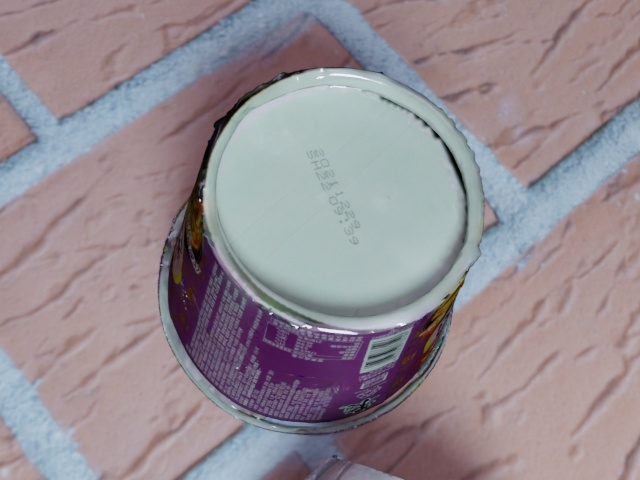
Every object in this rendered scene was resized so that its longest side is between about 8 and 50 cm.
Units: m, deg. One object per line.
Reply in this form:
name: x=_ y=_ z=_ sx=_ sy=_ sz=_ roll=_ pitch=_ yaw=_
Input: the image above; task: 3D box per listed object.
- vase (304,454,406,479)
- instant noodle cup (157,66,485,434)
vase: x=0.009 y=0.417 z=0.741 sx=0.250 sy=0.250 sz=0.445 roll=25 pitch=73 yaw=2
instant noodle cup: x=0.000 y=0.000 z=0.872 sx=0.340 sy=0.266 sz=0.340 roll=2 pitch=68 yaw=-6
